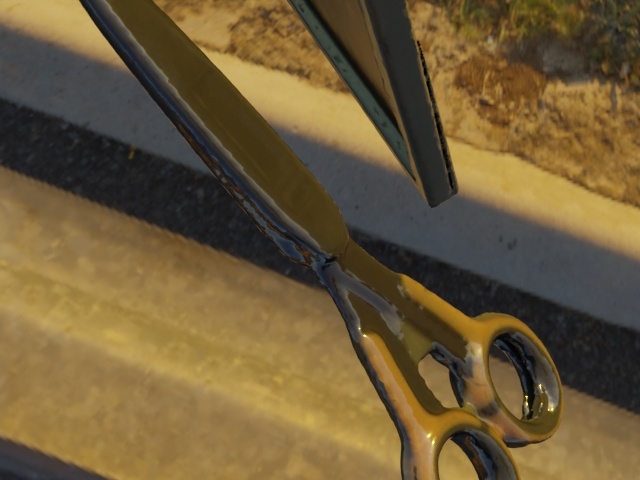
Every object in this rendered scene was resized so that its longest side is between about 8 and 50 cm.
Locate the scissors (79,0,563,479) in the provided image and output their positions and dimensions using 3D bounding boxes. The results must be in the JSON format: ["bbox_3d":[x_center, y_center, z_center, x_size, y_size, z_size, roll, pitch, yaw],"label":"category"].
[{"bbox_3d":[0.000,0.000,0.338,0.220,0.088,0.017,49,138,-16],"label":"scissors"}]

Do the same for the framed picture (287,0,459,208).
[{"bbox_3d":[-0.030,-0.181,0.465,0.022,0.247,0.335,-30,150,-2],"label":"framed picture"}]
